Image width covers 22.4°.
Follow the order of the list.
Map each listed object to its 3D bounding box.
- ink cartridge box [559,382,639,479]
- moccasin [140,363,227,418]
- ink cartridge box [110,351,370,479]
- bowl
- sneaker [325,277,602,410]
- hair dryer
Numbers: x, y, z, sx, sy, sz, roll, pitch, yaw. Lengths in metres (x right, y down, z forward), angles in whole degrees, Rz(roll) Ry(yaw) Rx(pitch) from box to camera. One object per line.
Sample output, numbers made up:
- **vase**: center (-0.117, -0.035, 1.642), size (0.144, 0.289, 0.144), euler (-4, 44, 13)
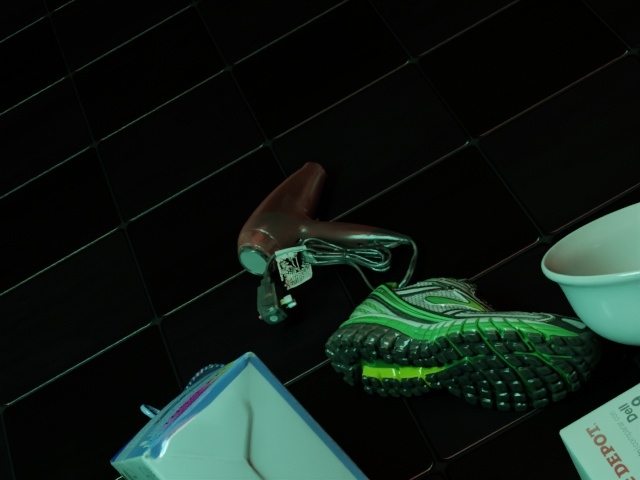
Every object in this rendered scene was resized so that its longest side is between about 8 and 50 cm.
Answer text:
- **ink cartridge box**: center (0.413, 0.213, 1.583), size (0.289, 0.121, 0.211), euler (-31, 37, 0)
- **moccasin**: center (-0.159, 0.271, 1.904), size (0.138, 0.117, 0.342), euler (-10, 42, 25)
- **ink cartridge box**: center (-0.067, 0.271, 1.639), size (0.151, 0.270, 0.395), euler (-42, 2, -17)
- **bowl**: center (0.399, 0.043, 1.737), size (0.298, 0.134, 0.298), euler (-18, 12, 4)
- **sneaker**: center (0.169, 0.098, 1.868), size (0.344, 0.134, 0.146), euler (4, 48, 37)
- **hair dryer**: center (0.000, 0.000, 2.167), size (0.224, 0.080, 0.293), euler (-14, 43, -4)
